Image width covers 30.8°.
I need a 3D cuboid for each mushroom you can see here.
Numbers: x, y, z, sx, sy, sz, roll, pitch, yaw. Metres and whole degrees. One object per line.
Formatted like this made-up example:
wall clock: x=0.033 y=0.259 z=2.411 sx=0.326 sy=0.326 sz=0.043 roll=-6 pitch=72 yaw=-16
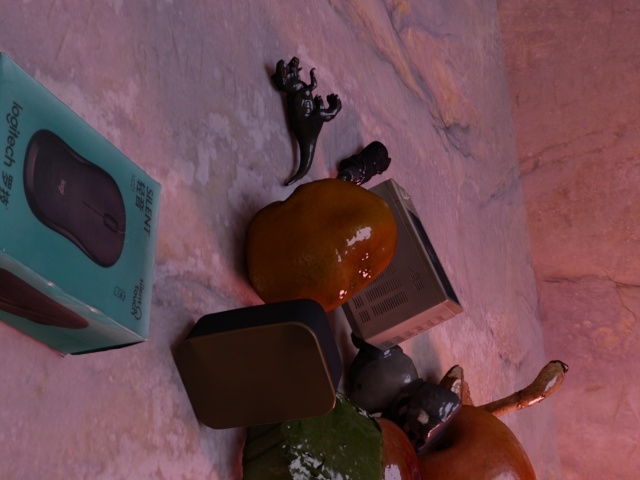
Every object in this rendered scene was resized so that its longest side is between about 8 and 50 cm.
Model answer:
mushroom: x=0.364 y=0.343 z=2.495 sx=0.208 sy=0.302 sz=0.233 roll=41 pitch=18 yaw=-9

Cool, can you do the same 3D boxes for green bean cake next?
green bean cake: x=-0.005 y=0.316 z=1.703 sx=0.214 sy=0.113 sz=0.200 roll=34 pitch=39 yaw=-25

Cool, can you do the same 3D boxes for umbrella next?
umbrella: x=0.079 y=-0.144 z=2.249 sx=0.066 sy=0.059 sz=0.235 roll=58 pitch=26 yaw=0

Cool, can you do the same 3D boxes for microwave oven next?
microwave oven: x=0.110 y=0.048 z=2.020 sx=0.241 sy=0.194 sz=0.145 roll=66 pitch=14 yaw=19

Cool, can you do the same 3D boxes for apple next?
apple: x=0.255 y=0.459 z=2.157 sx=0.275 sy=0.299 sz=0.299 roll=70 pitch=24 yaw=-14
apple: x=0.088 y=0.417 z=1.919 sx=0.293 sy=0.163 sz=0.251 roll=17 pitch=65 yaw=-64

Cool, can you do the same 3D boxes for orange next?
orange: x=0.000 y=0.000 z=1.788 sx=0.183 sy=0.249 sz=0.249 roll=59 pitch=26 yaw=-11

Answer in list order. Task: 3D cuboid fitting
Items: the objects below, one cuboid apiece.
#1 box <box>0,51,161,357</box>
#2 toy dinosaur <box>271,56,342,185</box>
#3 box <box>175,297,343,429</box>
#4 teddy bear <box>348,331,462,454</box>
box: x=-0.292 y=-0.026 z=1.201 sx=0.311 sy=0.118 sz=0.205 roll=46 pitch=43 yaw=-55
toy dinosaur: x=-0.056 y=-0.210 z=1.991 sx=0.179 sy=0.087 sz=0.187 roll=-42 pitch=110 yaw=-22
box: x=-0.078 y=0.161 z=1.556 sx=0.090 sy=0.201 sz=0.144 roll=-64 pitch=139 yaw=-61
teddy bear: x=0.134 y=0.284 z=2.095 sx=0.144 sy=0.251 sz=0.171 roll=-44 pitch=148 yaw=-12
